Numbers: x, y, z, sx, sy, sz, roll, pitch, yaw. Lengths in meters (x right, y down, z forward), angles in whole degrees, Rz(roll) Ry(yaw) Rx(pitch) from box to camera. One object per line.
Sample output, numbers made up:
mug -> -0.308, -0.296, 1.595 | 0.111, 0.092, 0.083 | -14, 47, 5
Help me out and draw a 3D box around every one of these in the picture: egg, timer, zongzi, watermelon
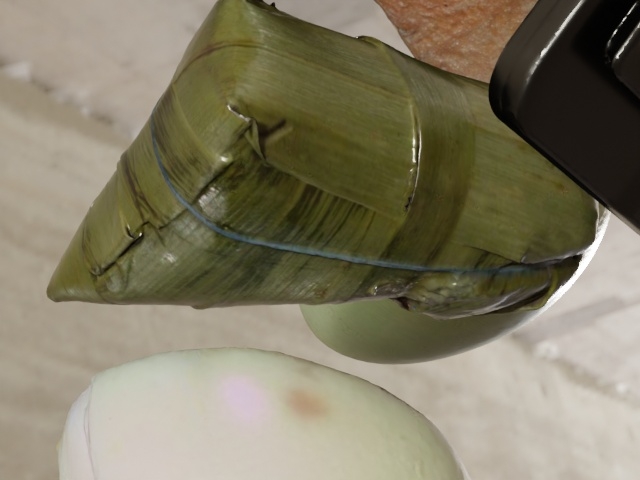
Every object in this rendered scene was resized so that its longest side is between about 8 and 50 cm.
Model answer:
egg -> 0.092, -0.020, 1.439 | 0.218, 0.218, 0.295 | 5, -40, -49
timer -> 0.176, -0.082, 0.925 | 0.187, 0.055, 0.144 | 33, -85, -45
zongzi -> 0.000, 0.000, 1.044 | 0.250, 0.125, 0.274 | 19, -39, -19
watermelon -> 0.087, -0.208, 1.189 | 0.256, 0.140, 0.193 | 31, -63, -37
egg -> -0.017, 0.194, 1.007 | 0.206, 0.162, 0.271 | -25, -60, 20
